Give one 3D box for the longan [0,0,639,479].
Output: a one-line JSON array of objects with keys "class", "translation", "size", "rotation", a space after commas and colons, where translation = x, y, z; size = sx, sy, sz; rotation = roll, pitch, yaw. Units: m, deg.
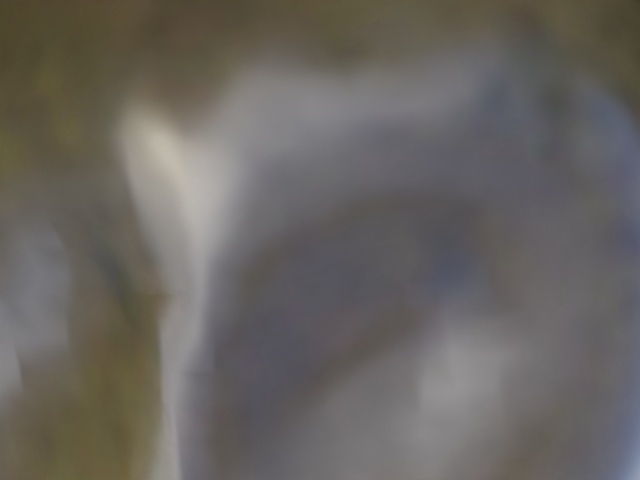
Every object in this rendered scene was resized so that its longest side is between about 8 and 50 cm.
[{"class": "longan", "translation": [0.000, 0.000, 0.575], "size": [0.288, 0.350, 0.288], "rotation": [-4, -172, 1]}]
